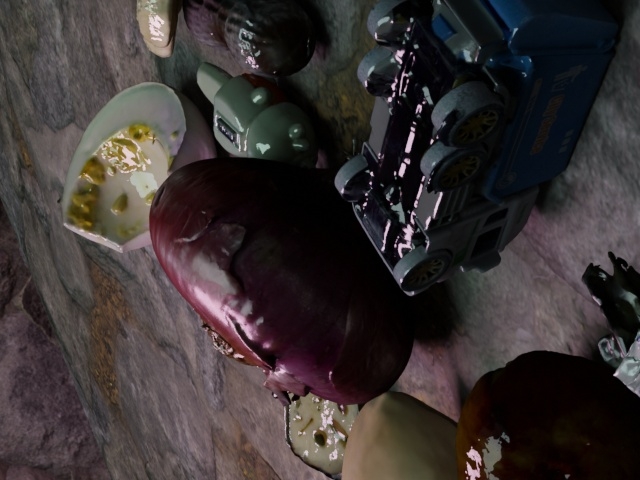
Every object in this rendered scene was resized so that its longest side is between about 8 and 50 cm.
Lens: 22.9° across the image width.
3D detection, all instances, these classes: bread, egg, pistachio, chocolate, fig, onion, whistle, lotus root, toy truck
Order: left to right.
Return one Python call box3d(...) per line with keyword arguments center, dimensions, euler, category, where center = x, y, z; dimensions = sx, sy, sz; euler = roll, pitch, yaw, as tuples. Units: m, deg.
box3d(center=(-0.230, -0.104, 2.256), dimensions=(0.271, 0.161, 0.206), euler=(-31, 48, 32), category="egg")
box3d(center=(-0.181, -0.373, 1.882), dimensions=(0.316, 0.054, 0.316), euler=(-174, 90, -87), category="bread")
box3d(center=(-0.090, -0.262, 1.872), dimensions=(0.248, 0.110, 0.110), euler=(40, 143, 55), category="chocolate")
box3d(center=(-0.076, -0.145, 1.940), dimensions=(0.253, 0.105, 0.102), euler=(41, 113, 39), category="whistle")
box3d(center=(-0.021, 0.017, 1.787), dimensions=(0.347, 0.285, 0.347), euler=(39, -174, -5), category="onion")
box3d(center=(0.022, 0.208, 2.034), dimensions=(0.203, 0.078, 0.183), euler=(31, 122, 47), category="lotus root")
box3d(center=(0.123, 0.319, 1.736), dimensions=(0.318, 0.213, 0.193), euler=(69, -164, 15), category="pistachio")
box3d(center=(0.130, -0.110, 1.398), dimensions=(0.146, 0.175, 0.367), euler=(60, 155, 28), category="toy truck")
box3d(center=(0.187, 0.176, 1.490), dimensions=(0.290, 0.190, 0.191), euler=(-143, 39, -60), category="fig")

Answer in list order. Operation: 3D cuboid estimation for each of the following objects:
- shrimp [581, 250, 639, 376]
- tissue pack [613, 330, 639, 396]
box3d(center=(0.355, 0.129, 1.207), dimensions=(0.445, 0.085, 0.272), euler=(47, 143, 39), category="shrimp")
box3d(center=(0.306, 0.130, 1.194), dimensions=(0.193, 0.026, 0.123), euler=(51, 139, 32), category="tissue pack")
